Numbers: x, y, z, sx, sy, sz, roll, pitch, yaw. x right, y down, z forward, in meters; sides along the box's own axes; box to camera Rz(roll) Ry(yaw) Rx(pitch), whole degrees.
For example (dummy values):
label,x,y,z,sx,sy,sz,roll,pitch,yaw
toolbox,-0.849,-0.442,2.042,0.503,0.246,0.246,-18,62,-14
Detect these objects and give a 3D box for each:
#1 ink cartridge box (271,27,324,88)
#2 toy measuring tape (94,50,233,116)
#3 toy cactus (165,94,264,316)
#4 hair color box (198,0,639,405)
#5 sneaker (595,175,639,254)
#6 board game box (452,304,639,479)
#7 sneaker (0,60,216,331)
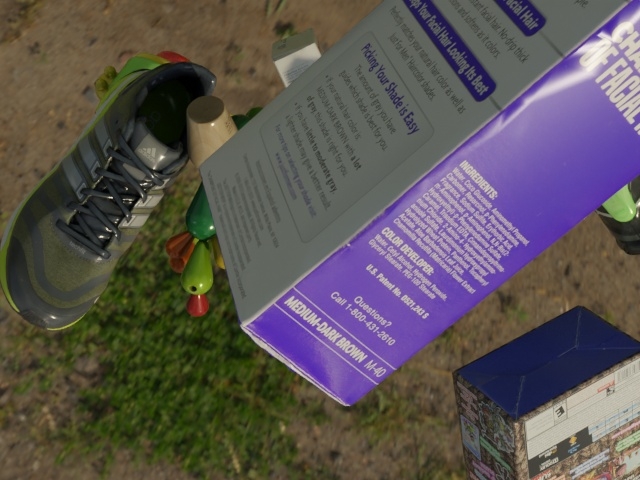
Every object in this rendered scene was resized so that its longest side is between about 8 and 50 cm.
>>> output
label,x,y,z,sx,sy,sz,roll,pitch,yaw
ink cartridge box,-0.006,-0.199,1.555,0.063,0.109,0.150,-23,110,7
toy measuring tape,-0.136,-0.140,1.315,0.330,0.121,0.121,23,122,28
toy cactus,-0.082,-0.054,1.058,0.112,0.219,0.180,19,150,19
hair color box,0.091,-0.079,0.703,0.339,0.185,0.110,-41,124,14
sneaker,0.434,-0.108,1.352,0.185,0.482,0.202,-22,93,49
board game box,0.331,0.279,1.627,0.232,0.141,0.291,-24,123,-21
sneaker,-0.190,-0.055,1.055,0.111,0.300,0.121,33,152,-19
